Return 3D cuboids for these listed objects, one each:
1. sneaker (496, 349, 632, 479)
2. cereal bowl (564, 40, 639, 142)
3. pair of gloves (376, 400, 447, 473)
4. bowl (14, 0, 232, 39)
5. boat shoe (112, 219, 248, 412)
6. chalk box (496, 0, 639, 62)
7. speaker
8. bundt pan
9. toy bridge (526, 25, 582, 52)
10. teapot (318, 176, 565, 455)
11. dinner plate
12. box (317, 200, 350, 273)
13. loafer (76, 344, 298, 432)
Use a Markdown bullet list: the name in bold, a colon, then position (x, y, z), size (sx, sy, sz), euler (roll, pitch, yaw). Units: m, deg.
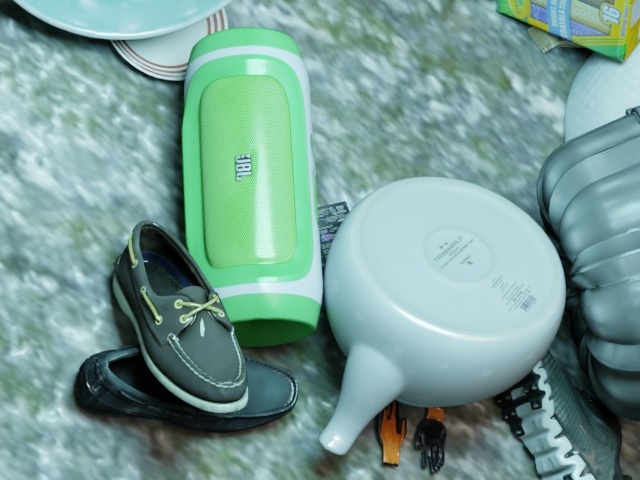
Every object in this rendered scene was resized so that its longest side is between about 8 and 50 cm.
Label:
- **sneaker**: position (0.256, 0.185, 1.904), size (0.106, 0.078, 0.234), euler (-20, 86, -37)
- **cereal bowl**: position (0.456, -0.115, 2.094), size (0.339, 0.141, 0.339), euler (10, 68, -26)
- **pair of gloves**: position (0.092, 0.197, 1.843), size (0.083, 0.010, 0.074), euler (15, 63, -27)
- **bowl**: position (-0.194, -0.366, 1.760), size (0.312, 0.311, 0.163), euler (13, 29, -25)
- **boat shoe**: position (-0.127, 0.067, 1.662), size (0.081, 0.068, 0.228), euler (-5, 36, -31)
- **chalk box**: position (0.284, -0.321, 2.057), size (0.213, 0.132, 0.132), euler (27, 53, 21)
- **speaker**: position (-0.067, -0.052, 1.778), size (0.131, 0.131, 0.296), euler (6, 70, -28)
- **bundt pan**: position (0.306, 0.035, 1.850), size (0.124, 0.331, 0.330), euler (-15, 76, 3)
- **toy bridge**: position (0.322, -0.266, 2.146), size (0.188, 0.026, 0.063), euler (-36, 93, -35)
- **teapot**: position (0.112, 0.071, 1.803), size (0.256, 0.187, 0.252), euler (0, 48, -17)
- **dinner plate**: position (-0.161, -0.226, 1.862), size (0.141, 0.017, 0.141), euler (12, 65, -26)
- **box**: position (0.000, 0.000, 1.863), size (0.083, 0.018, 0.067), euler (-15, 79, -33)
- **loafer**: position (-0.116, 0.136, 1.707), size (0.223, 0.078, 0.076), euler (6, 68, -27)
